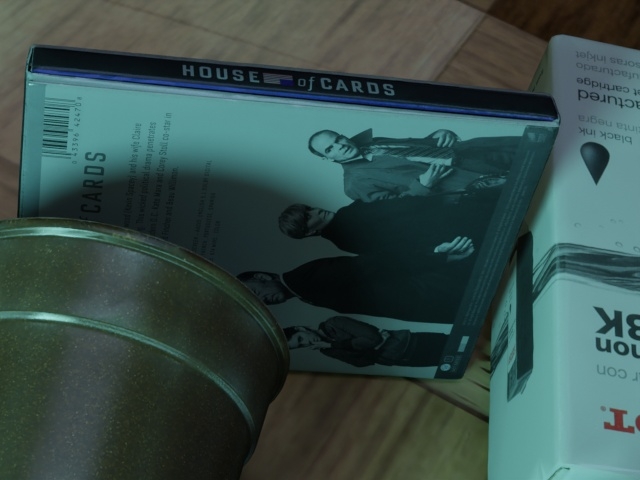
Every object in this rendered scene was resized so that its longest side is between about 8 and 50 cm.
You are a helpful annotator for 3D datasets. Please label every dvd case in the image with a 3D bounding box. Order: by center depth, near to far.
[{"bbox_3d":[-0.024,-0.005,0.639,0.238,0.179,0.030,5,43,-11],"label":"dvd case"}]

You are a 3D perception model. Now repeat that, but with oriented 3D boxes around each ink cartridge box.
[{"bbox_3d":[0.196,0.042,0.683,0.197,0.114,0.273,11,53,-5],"label":"ink cartridge box"}]

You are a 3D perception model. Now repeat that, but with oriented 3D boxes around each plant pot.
[{"bbox_3d":[-0.107,0.105,0.537,0.167,0.167,0.165,13,53,-3],"label":"plant pot"}]
